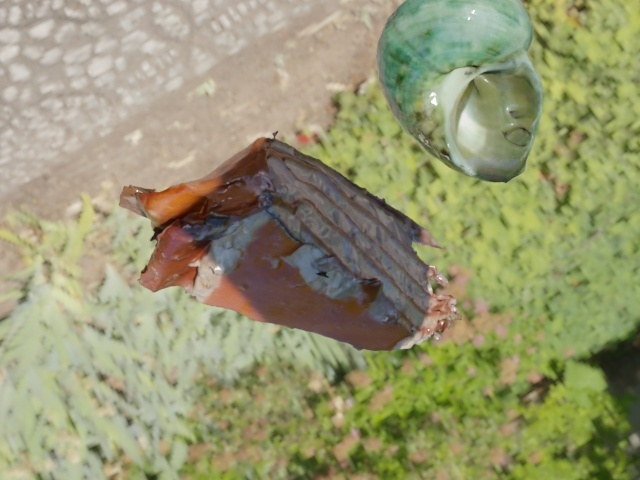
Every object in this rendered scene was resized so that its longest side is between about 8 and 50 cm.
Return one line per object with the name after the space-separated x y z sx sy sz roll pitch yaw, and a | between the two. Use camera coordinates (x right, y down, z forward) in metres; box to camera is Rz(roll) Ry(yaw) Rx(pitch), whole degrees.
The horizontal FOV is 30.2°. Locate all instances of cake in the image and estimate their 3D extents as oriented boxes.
0.001 0.006 0.871 0.287 0.098 0.135 15 139 -30 | cake

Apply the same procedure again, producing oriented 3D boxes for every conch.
0.137 -0.163 1.126 0.122 0.175 0.188 -101 -151 -74 | conch
